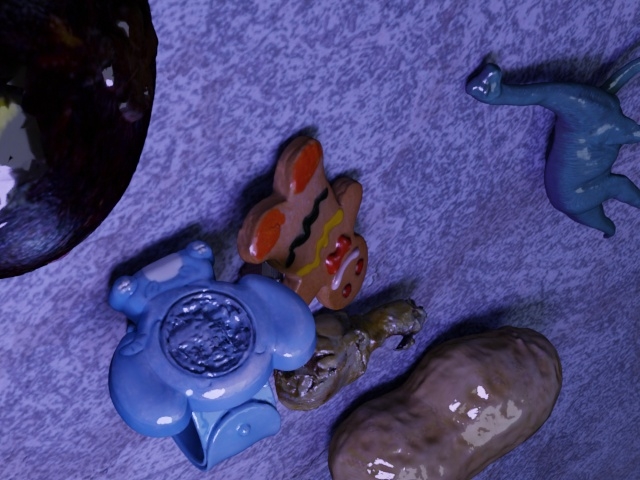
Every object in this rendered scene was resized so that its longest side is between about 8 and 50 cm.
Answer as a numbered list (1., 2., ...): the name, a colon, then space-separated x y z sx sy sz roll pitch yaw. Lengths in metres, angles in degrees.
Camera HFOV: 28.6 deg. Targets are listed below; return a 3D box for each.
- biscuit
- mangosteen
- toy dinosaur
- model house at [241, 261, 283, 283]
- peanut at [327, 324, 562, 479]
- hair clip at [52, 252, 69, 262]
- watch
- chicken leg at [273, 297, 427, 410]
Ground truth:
1. biscuit: 0.001 0.000 1.331 0.165 0.036 0.250 -62 149 -16
2. mangosteen: -0.243 -0.108 0.781 0.288 0.288 0.288 -30 145 -24
3. toy dinosaur: 0.287 -0.096 1.574 0.331 0.129 0.383 -15 140 -23
4. model house: -0.068 0.057 1.360 0.058 0.057 0.083 0 158 -3
5. peanut: 0.177 0.242 1.736 0.387 0.169 0.192 -30 139 -23
6. hair clip: -0.262 -0.001 1.089 0.137 0.022 0.054 -6 128 -46
7. watch: -0.121 0.124 1.262 0.211 0.211 0.193 -31 160 -23
8. chicken leg: 0.039 0.123 1.520 0.228 0.088 0.103 -30 132 -19
